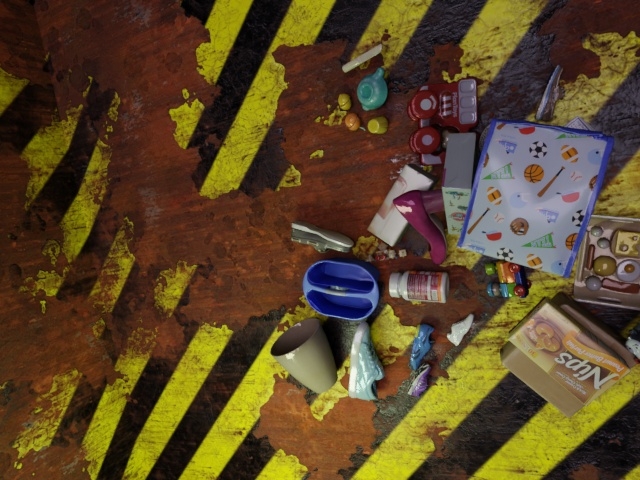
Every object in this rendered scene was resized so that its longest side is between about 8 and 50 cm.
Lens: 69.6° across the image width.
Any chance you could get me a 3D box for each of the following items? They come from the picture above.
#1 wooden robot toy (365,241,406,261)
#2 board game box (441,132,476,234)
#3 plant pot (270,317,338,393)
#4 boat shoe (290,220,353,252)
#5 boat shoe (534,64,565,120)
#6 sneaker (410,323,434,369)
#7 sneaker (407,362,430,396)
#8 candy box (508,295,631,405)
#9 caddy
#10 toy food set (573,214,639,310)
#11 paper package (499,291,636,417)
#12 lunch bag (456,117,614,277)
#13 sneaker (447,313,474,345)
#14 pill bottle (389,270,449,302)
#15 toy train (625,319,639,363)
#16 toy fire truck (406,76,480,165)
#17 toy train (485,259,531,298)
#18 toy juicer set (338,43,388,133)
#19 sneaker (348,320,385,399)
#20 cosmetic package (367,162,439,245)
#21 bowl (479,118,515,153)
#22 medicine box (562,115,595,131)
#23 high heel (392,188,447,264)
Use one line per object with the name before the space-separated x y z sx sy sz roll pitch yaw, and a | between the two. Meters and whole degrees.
wooden robot toy | 0.265 0.041 1.902 0.173 0.076 0.079 -10 84 25
board game box | 0.488 -0.186 1.588 0.097 0.303 0.224 3 63 23
plant pot | -0.042 0.533 2.050 0.256 0.256 0.274 -26 104 26
boat shoe | 0.002 -0.001 1.993 0.304 0.109 0.091 20 107 27
boat shoe | 0.795 -0.499 1.569 0.066 0.066 0.183 19 116 16
sneaker | 0.422 0.447 1.900 0.082 0.069 0.210 13 104 18
sneaker | 0.427 0.586 1.936 0.071 0.068 0.170 22 117 4
candy box | 0.806 0.360 1.512 0.316 0.087 0.183 41 113 11
caddy | 0.094 0.201 1.945 0.341 0.179 0.242 6 101 24
toy food set | 0.998 0.071 1.556 0.219 0.092 0.307 7 102 24
paper package | 0.868 0.402 1.634 0.309 0.168 0.325 40 112 12
lunch bag | 0.610 -0.139 1.327 0.327 0.239 0.386 15 114 22
sneaker | 0.557 0.347 1.829 0.061 0.053 0.152 35 112 18
pill bottle | 0.394 0.182 1.836 0.221 0.121 0.121 2 100 24
toy train | 1.110 0.286 1.452 0.333 0.142 0.190 -36 81 -14
toy fire truck | 0.455 -0.431 1.690 0.253 0.169 0.303 -4 99 6
toy train | 0.679 0.092 1.709 0.143 0.105 0.248 -11 95 39
toy juicer set | 0.170 -0.592 1.827 0.209 0.089 0.329 11 112 36
sneaker | 0.211 0.521 1.986 0.150 0.135 0.366 7 111 15
cosmetic package | 0.322 -0.141 1.796 0.129 0.153 0.296 35 110 14
bowl | 0.654 -0.347 1.631 0.170 0.080 0.170 3 102 15
medicine box | 0.758 -0.250 1.513 0.289 0.263 0.149 -41 82 25
high heel | 0.375 -0.040 1.722 0.181 0.127 0.378 -7 130 9
